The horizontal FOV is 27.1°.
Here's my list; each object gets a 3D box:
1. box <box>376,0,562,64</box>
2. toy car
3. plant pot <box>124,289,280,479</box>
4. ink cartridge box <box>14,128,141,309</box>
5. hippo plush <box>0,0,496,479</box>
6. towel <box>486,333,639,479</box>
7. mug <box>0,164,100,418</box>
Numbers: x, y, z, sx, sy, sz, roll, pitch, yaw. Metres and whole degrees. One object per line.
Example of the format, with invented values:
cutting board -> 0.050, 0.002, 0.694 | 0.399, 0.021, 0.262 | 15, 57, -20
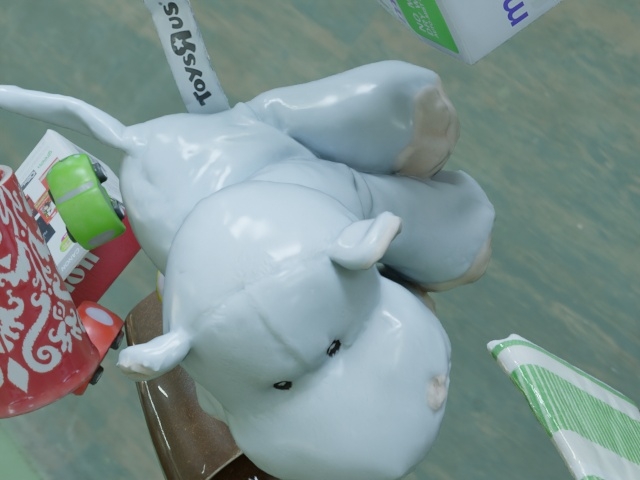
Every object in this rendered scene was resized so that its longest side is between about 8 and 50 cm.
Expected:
box -> 0.087, -0.266, 0.651 | 0.231, 0.262, 0.127 | -35, 37, -5
toy car -> -0.214, 0.018, 1.346 | 0.239, 0.053, 0.225 | -27, 94, 1
plant pot -> -0.124, 0.164, 1.519 | 0.215, 0.215, 0.230 | -40, 70, 14
ink cartridge box -> -0.394, 0.042, 1.903 | 0.309, 0.130, 0.272 | -50, 42, 5
hippo plush -> 0.000, 0.000, 0.721 | 0.234, 0.294, 0.236 | -32, 20, -3
towel -> 0.279, 0.235, 1.166 | 0.038, 0.248, 0.325 | -41, 47, 18
mug -> -0.261, 0.033, 1.033 | 0.113, 0.169, 0.150 | -28, 26, -25
